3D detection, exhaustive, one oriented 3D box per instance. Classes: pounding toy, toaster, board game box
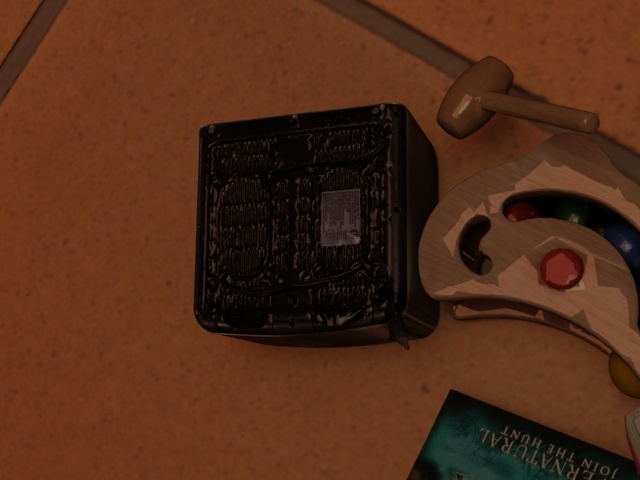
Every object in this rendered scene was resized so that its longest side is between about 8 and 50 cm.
[{"bbox_3d":[0.149,0.005,0.807,0.154,0.155,0.269,-45,66,2],"label":"pounding toy"},{"bbox_3d":[0.000,0.000,0.895,0.168,0.110,0.185,-5,76,22],"label":"toaster"},{"bbox_3d":[0.143,0.189,0.811,0.186,0.026,0.126,18,72,34],"label":"board game box"}]

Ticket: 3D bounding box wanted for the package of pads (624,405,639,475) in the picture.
[{"bbox_3d":[0.267,0.215,0.603,0.101,0.296,0.229,-29,49,14],"label":"package of pads"}]
